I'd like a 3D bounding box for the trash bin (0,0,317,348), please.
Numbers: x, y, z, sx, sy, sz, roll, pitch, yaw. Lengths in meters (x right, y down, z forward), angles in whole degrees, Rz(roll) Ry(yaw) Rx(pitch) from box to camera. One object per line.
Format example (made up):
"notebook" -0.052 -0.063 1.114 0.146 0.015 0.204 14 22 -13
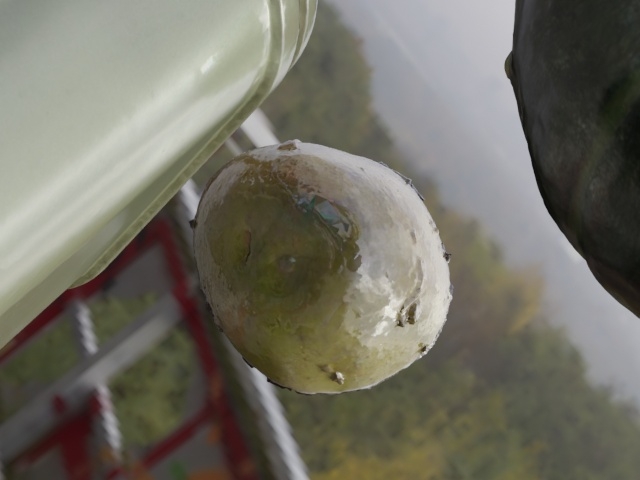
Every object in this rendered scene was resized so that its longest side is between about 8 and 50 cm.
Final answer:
"trash bin" -0.142 -0.003 0.561 0.121 0.243 0.247 46 51 -3

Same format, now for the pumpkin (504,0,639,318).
"pumpkin" 0.226 -0.080 0.787 0.300 0.300 0.207 56 -7 29

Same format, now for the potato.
"potato" 0.000 0.000 1.314 0.117 0.182 0.202 87 -19 -70
